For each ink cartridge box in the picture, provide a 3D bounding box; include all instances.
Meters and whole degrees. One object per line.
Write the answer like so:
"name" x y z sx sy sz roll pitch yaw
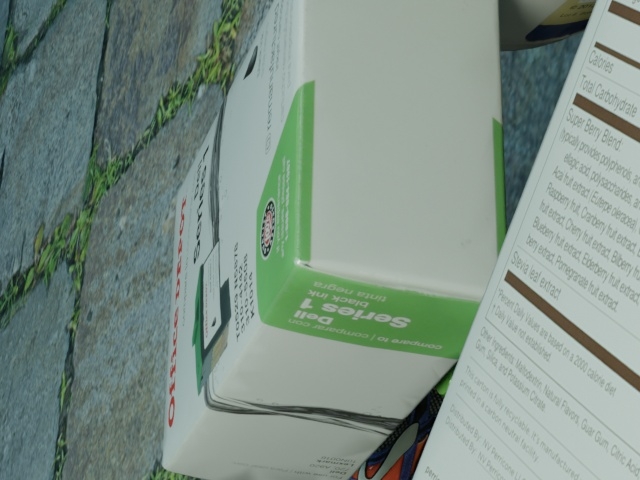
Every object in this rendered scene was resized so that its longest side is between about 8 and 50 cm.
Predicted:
"ink cartridge box" 0.000 0.000 0.798 0.219 0.093 0.160 124 152 -56

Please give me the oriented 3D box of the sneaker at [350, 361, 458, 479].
"sneaker" 0.027 0.094 0.947 0.221 0.087 0.083 -63 25 27

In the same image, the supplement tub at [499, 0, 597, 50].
"supplement tub" 0.123 -0.240 0.745 0.316 0.228 0.228 -38 43 54

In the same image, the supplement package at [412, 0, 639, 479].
"supplement package" 0.180 -0.005 0.539 0.293 0.178 0.175 -70 25 12

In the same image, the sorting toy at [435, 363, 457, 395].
"sorting toy" 0.051 0.212 0.777 0.127 0.126 0.365 16 93 67
